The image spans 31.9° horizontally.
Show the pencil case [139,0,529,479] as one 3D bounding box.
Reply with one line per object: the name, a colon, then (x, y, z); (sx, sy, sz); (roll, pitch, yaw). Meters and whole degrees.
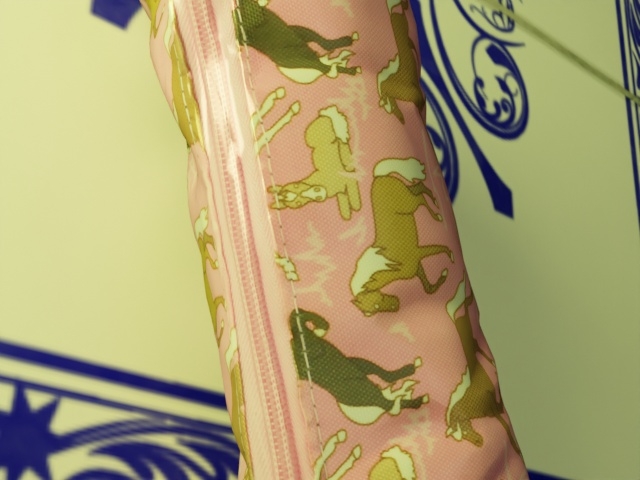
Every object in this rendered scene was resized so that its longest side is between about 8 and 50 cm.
pencil case: (0.000, 0.000, 0.576); (0.160, 0.167, 0.386); (-7, 78, -15)
